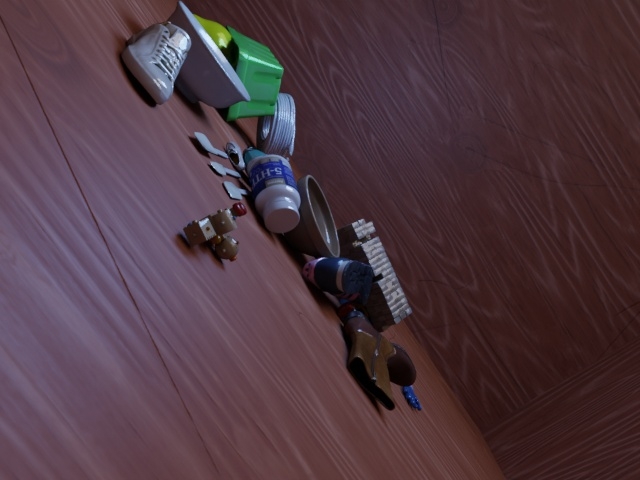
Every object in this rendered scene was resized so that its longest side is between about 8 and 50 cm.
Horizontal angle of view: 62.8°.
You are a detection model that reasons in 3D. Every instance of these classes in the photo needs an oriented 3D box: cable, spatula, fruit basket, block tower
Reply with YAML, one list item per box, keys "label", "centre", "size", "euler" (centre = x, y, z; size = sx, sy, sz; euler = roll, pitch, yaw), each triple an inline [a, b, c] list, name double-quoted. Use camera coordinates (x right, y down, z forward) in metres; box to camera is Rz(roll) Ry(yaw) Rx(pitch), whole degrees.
- label: "cable"
  centre: [-0.169, -0.411, 1.919]
  size: [0.257, 0.089, 0.256]
  euler: [-172, -91, -67]
- label: "spatula"
  centre: [-0.216, -0.166, 1.222]
  size: [0.168, 0.019, 0.242]
  euler: [55, 6, 1]
- label: "fruit basket"
  centre: [-0.339, -0.599, 1.789]
  size: [0.393, 0.282, 0.392]
  euler: [13, 29, -7]
- label: "block tower"
  centre: [0.159, 0.102, 1.575]
  size: [0.091, 0.097, 0.335]
  euler: [-25, 93, -44]

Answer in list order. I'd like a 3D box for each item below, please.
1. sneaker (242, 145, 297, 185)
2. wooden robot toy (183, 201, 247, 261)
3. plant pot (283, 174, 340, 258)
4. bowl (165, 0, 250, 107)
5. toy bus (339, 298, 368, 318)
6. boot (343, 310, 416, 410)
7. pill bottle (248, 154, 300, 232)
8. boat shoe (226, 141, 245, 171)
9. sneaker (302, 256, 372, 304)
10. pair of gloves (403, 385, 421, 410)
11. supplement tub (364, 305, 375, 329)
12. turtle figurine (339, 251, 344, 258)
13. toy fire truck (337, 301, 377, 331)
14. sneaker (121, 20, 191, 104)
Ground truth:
- label: "sneaker"
  centre: [-0.119, -0.156, 1.497]
  size: [0.302, 0.108, 0.121]
  euler: [52, 6, -46]
- label: "wooden robot toy"
  centre: [-0.139, -0.007, 0.778]
  size: [0.173, 0.076, 0.078]
  euler: [-75, 141, -81]
- label: "plant pot"
  centre: [-0.039, -0.049, 1.407]
  size: [0.237, 0.110, 0.237]
  euler: [-18, 90, -78]
- label: "bowl"
  centre: [-0.324, -0.457, 1.376]
  size: [0.297, 0.134, 0.298]
  euler: [55, 6, -8]
- label: "toy bus"
  centre: [0.127, 0.175, 1.659]
  size: [0.202, 0.104, 0.190]
  euler: [48, 10, -49]
- label: "boot"
  centre: [0.158, 0.309, 1.252]
  size: [0.264, 0.096, 0.280]
  euler: [55, 7, -13]
- label: "pill bottle"
  centre: [-0.110, -0.112, 1.282]
  size: [0.112, 0.112, 0.186]
  euler: [49, 17, -47]
- label: "boat shoe"
  centre: [-0.228, -0.227, 1.381]
  size: [0.100, 0.035, 0.035]
  euler: [66, 8, 27]
- label: "sneaker"
  centre: [0.055, 0.100, 1.403]
  size: [0.319, 0.131, 0.112]
  euler: [42, 59, -67]
- label: "pair of gloves"
  centre: [0.247, 0.433, 1.615]
  size: [0.198, 0.023, 0.159]
  euler: [55, 8, 1]
- label: "supplement tub"
  centre: [0.191, 0.216, 1.875]
  size: [0.190, 0.117, 0.117]
  euler: [56, 6, 0]
- label: "turtle figurine"
  centre: [0.000, 0.000, 1.691]
  size: [0.217, 0.087, 0.269]
  euler: [47, 2, -25]
- label: "toy fire truck"
  centre: [0.114, 0.243, 1.468]
  size: [0.192, 0.047, 0.135]
  euler: [54, 6, -10]
- label: "sneaker"
  centre: [-0.321, -0.378, 1.055]
  size: [0.106, 0.123, 0.290]
  euler: [53, 8, -43]
